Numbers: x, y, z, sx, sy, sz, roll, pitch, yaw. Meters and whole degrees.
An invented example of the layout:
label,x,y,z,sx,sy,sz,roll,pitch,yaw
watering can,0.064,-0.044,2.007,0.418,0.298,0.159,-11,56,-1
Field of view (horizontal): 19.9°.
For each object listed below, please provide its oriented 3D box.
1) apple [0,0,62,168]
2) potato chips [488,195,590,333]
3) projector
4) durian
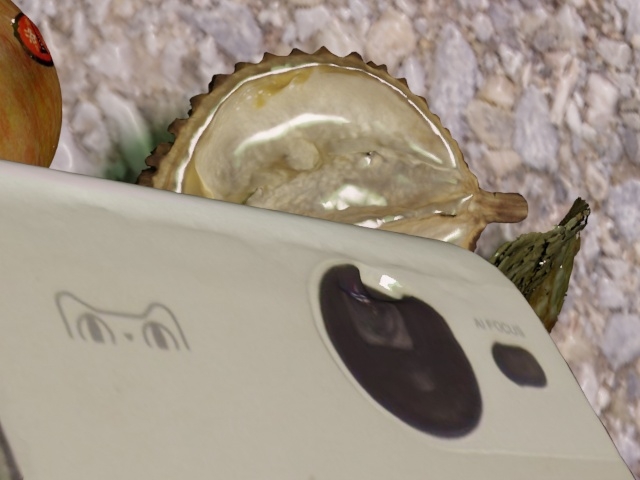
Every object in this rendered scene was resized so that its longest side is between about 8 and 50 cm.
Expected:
label,x,y,z,sx,sy,sz,roll,pitch,yaw
apple,-0.157,-0.041,0.651,0.126,0.126,0.102,-45,126,-41
potato chips,0.077,0.040,0.812,0.026,0.142,0.209,38,5,12
projector,-0.062,0.134,0.512,0.249,0.248,0.249,10,44,-47
durian,0.000,0.000,0.775,0.188,0.091,0.148,-9,77,-18
